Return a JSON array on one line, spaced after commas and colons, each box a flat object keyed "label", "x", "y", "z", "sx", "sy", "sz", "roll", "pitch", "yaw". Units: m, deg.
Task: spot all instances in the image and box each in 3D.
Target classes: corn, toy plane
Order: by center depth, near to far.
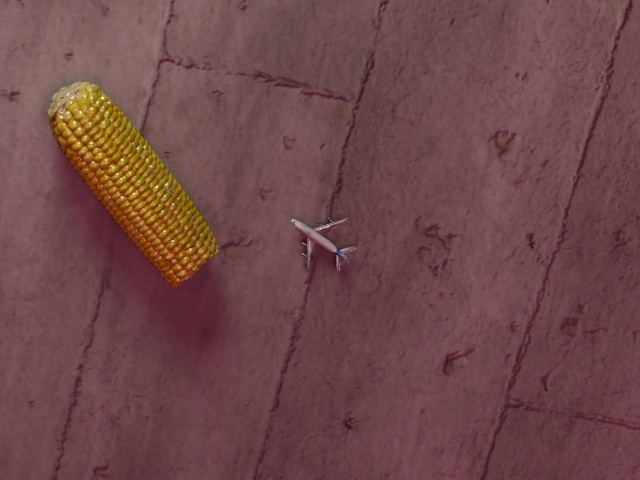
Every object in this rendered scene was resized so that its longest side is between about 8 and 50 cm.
[{"label": "corn", "x": -0.198, "y": -0.060, "z": 1.905, "sx": 0.081, "sy": 0.081, "sz": 0.248, "roll": -36, "pitch": 111, "yaw": -1}, {"label": "toy plane", "x": 0.000, "y": 0.000, "z": 2.002, "sx": 0.084, "sy": 0.024, "sz": 0.078, "roll": 36, "pitch": 96, "yaw": -14}]
